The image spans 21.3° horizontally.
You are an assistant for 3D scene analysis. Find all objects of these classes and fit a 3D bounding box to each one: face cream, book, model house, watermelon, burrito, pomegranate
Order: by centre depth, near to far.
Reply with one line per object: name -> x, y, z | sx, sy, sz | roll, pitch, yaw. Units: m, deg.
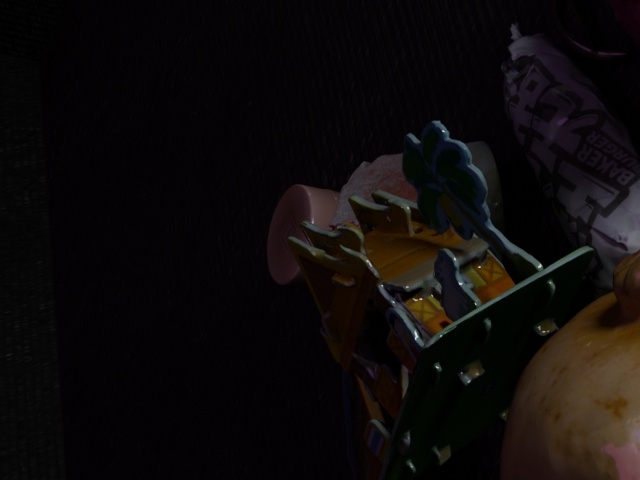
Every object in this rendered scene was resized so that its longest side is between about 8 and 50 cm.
pomegranate -> 0.335, 0.169, 1.361 | 0.411, 0.411, 0.411 | -36, 49, 55
model house -> 0.089, 0.045, 1.853 | 0.313, 0.242, 0.357 | 47, 152, 23
burrito -> 0.289, -0.097, 1.892 | 0.445, 0.101, 0.139 | -113, 30, -46
watermelon -> 0.113, 0.013, 2.099 | 0.193, 0.232, 0.310 | -58, -14, -44
book -> 0.079, 0.319, 2.105 | 0.374, 0.028, 0.262 | -108, 9, -46
face cream -> 0.000, 0.000, 2.447 | 0.149, 0.104, 0.149 | -36, 48, 56

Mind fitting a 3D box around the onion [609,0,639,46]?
onion -> 0.363, -0.302, 1.619 | 0.272, 0.230, 0.256 | -31, 33, 31

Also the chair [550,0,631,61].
chair -> 0.319, -0.346, 1.880 | 0.272, 0.166, 0.188 | 66, -171, -48
